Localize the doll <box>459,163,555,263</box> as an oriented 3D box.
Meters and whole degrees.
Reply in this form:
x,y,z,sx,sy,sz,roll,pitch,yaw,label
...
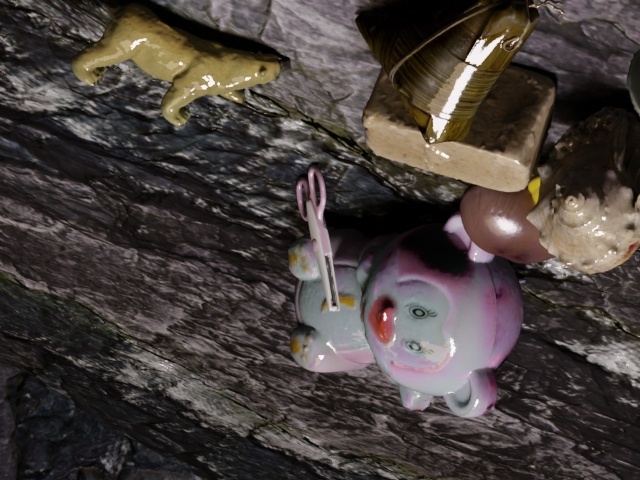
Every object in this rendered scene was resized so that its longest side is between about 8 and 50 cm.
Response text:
x,y,z,sx,sy,sz,roll,pitch,yaw,label
0.241,-0.037,1.986,0.188,0.096,0.145,-19,148,31,doll

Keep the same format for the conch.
x,y,z,sx,sy,sz,roll,pitch,yaw,label
0.311,-0.049,1.824,0.178,0.163,0.245,-10,171,30,conch

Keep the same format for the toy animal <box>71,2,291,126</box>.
x,y,z,sx,sy,sz,roll,pitch,yaw,label
-0.149,-0.196,1.979,0.219,0.103,0.101,26,133,-1,toy animal

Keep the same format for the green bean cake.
x,y,z,sx,sy,sz,roll,pitch,yaw,label
0.140,-0.126,1.840,0.179,0.109,0.085,16,156,10,green bean cake

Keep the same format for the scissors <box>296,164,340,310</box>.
x,y,z,sx,sy,sz,roll,pitch,yaw,label
0.000,0.000,2.180,0.022,0.176,0.085,-5,165,-23,scissors

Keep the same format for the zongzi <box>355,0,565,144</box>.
x,y,z,sx,sy,sz,roll,pitch,yaw,label
0.118,-0.215,1.745,0.084,0.184,0.187,-2,140,-42,zongzi

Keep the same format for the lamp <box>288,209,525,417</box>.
x,y,z,sx,sy,sz,roll,pitch,yaw,label
0.123,0.082,2.227,0.247,0.247,0.301,0,-178,-41,lamp

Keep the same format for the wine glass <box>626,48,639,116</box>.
x,y,z,sx,sy,sz,roll,pitch,yaw,label
0.371,-0.169,1.567,0.103,0.103,0.231,28,152,-15,wine glass
